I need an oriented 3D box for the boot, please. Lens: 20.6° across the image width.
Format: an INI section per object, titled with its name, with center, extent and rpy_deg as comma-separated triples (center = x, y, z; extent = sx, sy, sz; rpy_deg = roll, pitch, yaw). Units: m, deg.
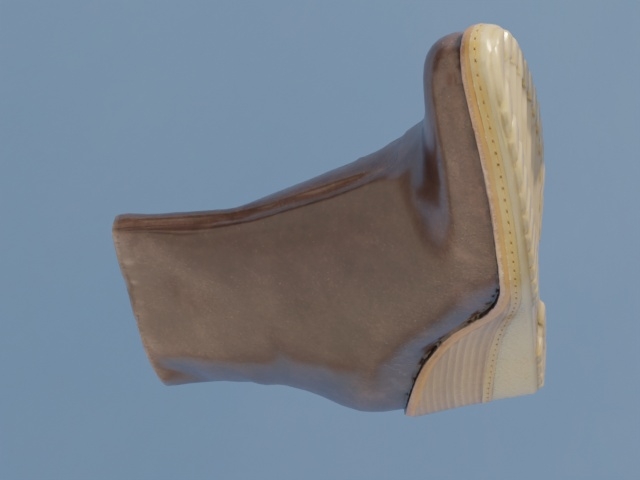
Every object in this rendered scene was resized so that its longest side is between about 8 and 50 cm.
[boot]
center = 0.000, 0.000, 0.825
extent = 0.207, 0.090, 0.248
rpy_deg = 2, -41, 10
